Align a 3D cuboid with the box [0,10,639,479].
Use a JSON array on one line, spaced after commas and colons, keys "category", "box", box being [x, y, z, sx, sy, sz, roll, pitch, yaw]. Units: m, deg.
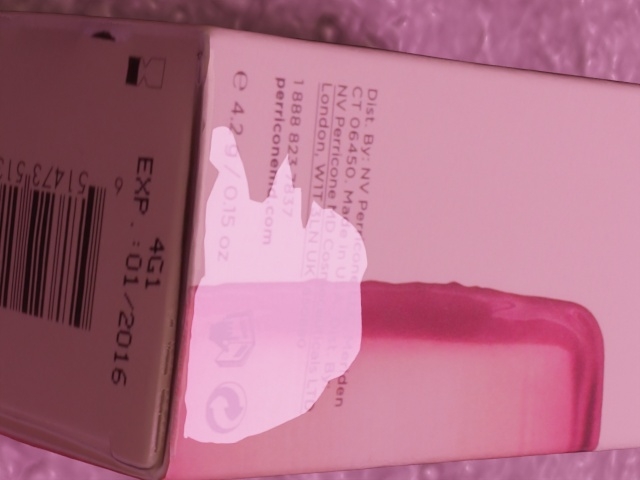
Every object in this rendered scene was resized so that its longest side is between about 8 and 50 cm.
[{"category": "box", "box": [0.000, 0.000, 0.618, 0.232, 0.149, 0.127, 3, 95, -42]}]
